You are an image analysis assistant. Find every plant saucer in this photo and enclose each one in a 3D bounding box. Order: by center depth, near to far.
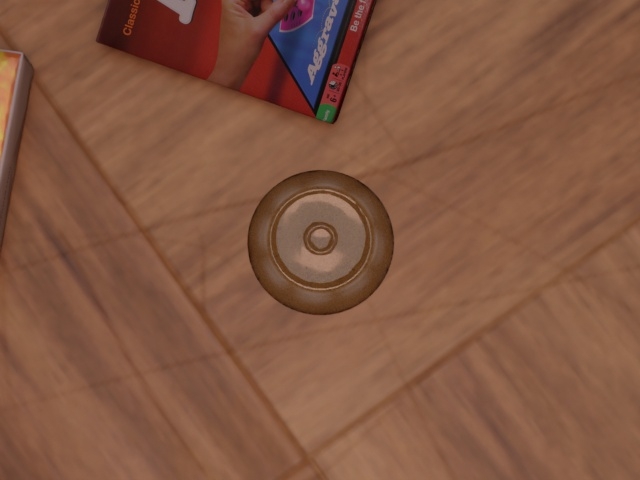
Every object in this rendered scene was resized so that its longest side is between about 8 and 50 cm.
[{"bbox_3d":[0.000,0.000,1.120,0.083,0.015,0.083,0,82,1],"label":"plant saucer"}]

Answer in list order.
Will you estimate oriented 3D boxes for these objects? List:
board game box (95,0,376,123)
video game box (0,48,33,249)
[{"bbox_3d":[-0.016,-0.219,1.091,0.145,0.027,0.281,19,105,5],"label":"board game box"},{"bbox_3d":[-0.271,-0.018,1.108,0.187,0.048,0.205,9,82,-1],"label":"video game box"}]
